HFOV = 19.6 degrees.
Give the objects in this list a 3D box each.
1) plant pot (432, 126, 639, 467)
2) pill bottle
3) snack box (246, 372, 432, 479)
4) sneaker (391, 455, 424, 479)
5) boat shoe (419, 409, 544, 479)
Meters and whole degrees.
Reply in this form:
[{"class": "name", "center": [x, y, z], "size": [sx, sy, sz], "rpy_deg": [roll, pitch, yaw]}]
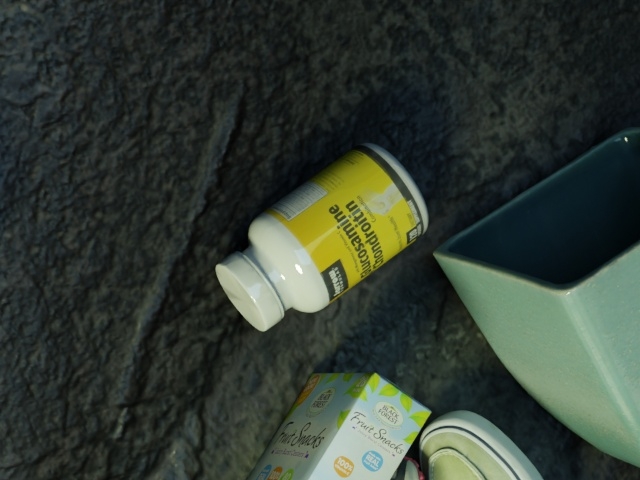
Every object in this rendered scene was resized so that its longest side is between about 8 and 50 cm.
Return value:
[{"class": "plant pot", "center": [0.299, 0.072, 1.683], "size": [0.247, 0.248, 0.252], "rpy_deg": [-31, 109, -17]}, {"class": "pill bottle", "center": [0.000, 0.000, 1.671], "size": [0.184, 0.103, 0.103], "rpy_deg": [-36, 94, -16]}, {"class": "snack box", "center": [-0.009, 0.216, 1.607], "size": [0.070, 0.174, 0.207], "rpy_deg": [37, 75, -12]}, {"class": "sneaker", "center": [0.015, 0.324, 1.636], "size": [0.112, 0.121, 0.299], "rpy_deg": [21, 72, 11]}, {"class": "boat shoe", "center": [0.169, 0.300, 1.670], "size": [0.094, 0.109, 0.302], "rpy_deg": [-31, 96, -55]}]
